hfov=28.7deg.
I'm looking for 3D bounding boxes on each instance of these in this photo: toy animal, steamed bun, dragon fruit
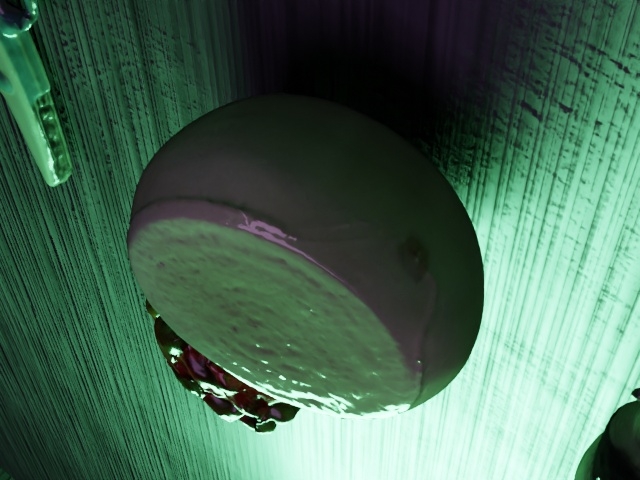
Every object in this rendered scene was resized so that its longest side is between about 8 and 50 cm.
[{"bbox_3d":[0.215,0.162,0.787,0.225,0.093,0.121,84,170,-59],"label":"toy animal"},{"bbox_3d":[0.000,0.000,0.790,0.231,0.145,0.232,22,148,15],"label":"steamed bun"},{"bbox_3d":[-0.053,0.064,0.981,0.166,0.160,0.172,15,-174,-29],"label":"dragon fruit"}]

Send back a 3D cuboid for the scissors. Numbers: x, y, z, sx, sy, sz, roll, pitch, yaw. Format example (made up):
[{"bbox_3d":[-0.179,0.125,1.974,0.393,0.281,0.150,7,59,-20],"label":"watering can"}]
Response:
[{"bbox_3d":[-0.257,-0.152,1.042,0.138,0.041,0.289,28,147,31],"label":"scissors"}]
